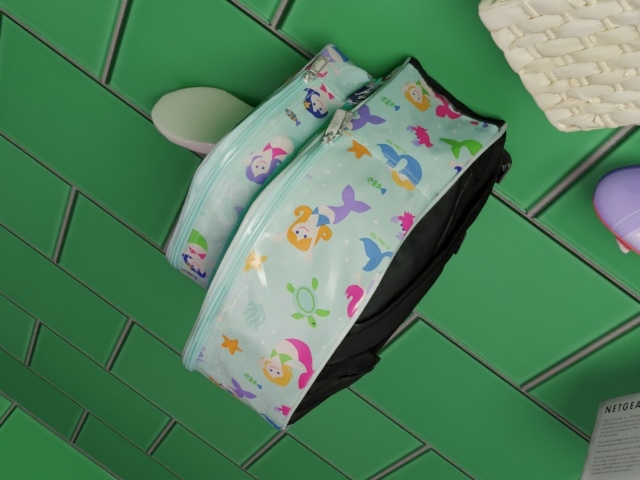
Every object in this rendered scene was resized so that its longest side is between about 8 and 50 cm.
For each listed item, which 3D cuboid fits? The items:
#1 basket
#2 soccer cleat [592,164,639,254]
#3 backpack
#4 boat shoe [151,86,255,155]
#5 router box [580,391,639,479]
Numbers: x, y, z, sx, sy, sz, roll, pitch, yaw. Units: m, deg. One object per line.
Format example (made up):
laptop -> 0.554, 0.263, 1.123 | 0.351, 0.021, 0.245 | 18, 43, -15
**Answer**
basket -> 0.183, -0.133, 0.683 | 0.167, 0.103, 0.113 | -3, 135, 50
soccer cleat -> 0.296, -0.003, 0.798 | 0.248, 0.083, 0.095 | 26, 141, 15
backpack -> 0.000, 0.000, 0.911 | 0.191, 0.253, 0.225 | 32, 140, 2
boat shoe -> -0.062, -0.083, 1.098 | 0.184, 0.066, 0.063 | 12, 145, 22
router box -> 0.403, 0.187, 0.888 | 0.301, 0.082, 0.335 | 28, 156, -18
